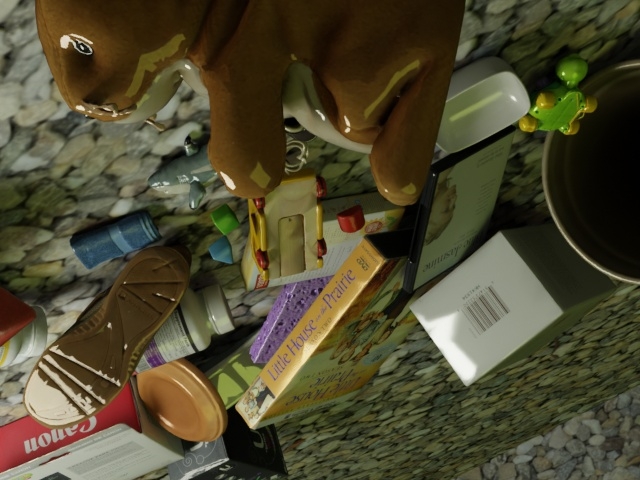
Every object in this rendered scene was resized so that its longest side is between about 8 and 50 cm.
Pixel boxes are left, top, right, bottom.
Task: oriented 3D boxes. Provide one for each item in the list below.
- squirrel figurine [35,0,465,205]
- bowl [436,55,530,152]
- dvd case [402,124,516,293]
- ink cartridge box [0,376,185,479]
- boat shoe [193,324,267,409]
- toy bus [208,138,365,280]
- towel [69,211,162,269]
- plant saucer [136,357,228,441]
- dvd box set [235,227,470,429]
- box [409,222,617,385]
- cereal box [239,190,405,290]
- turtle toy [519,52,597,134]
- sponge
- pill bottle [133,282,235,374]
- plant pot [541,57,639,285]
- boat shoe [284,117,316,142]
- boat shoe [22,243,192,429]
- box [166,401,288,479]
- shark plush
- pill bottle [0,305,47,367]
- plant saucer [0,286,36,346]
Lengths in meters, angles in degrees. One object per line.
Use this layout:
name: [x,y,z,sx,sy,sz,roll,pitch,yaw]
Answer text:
squirrel figurine: [-0.057,-0.240,0.881,0.370,0.281,0.397,13,105,2]
bowl: [0.207,-0.191,1.353,0.142,0.053,0.142,-27,151,13]
dvd case: [0.210,-0.046,1.519,0.180,0.022,0.253,-30,145,-32]
ink cartridge box: [-0.453,0.377,1.851,0.309,0.130,0.272,-23,151,4]
boat shoe: [-0.112,0.202,1.833,0.319,0.099,0.116,-32,117,-2]
toy bus: [-0.054,-0.047,1.378,0.202,0.104,0.191,-47,128,12]
towel: [-0.286,0.000,1.389,0.119,0.029,0.067,-20,152,-1]
plant saucer: [-0.254,0.284,1.760,0.037,0.200,0.200,-44,173,-42]
dvd box set: [0.068,0.144,1.702,0.307,0.062,0.420,-6,140,-51]
box: [0.345,0.100,1.733,0.215,0.168,0.345,-43,162,25]
cereal box: [0.000,0.000,1.564,0.240,0.047,0.173,-9,150,-20]
turtle toy: [0.336,-0.205,1.399,0.095,0.066,0.130,2,145,-21]
sponge: [-0.031,0.129,1.718,0.117,0.031,0.210,8,122,-36]
pill bottle: [-0.240,0.137,1.585,0.193,0.108,0.108,-20,153,-2]
plant pot: [0.542,-0.115,1.490,0.280,0.323,0.323,-14,157,-47]
boat shoe: [-0.037,-0.156,1.252,0.056,0.049,0.152,-26,153,10]
boat shoe: [-0.307,0.137,1.477,0.342,0.123,0.123,-52,-176,12]
box: [-0.203,0.429,2.077,0.143,0.165,0.270,-28,152,15]
shark plush: [-0.152,-0.106,1.267,0.067,0.073,0.161,34,132,-22]
pill bottle: [-0.489,0.130,1.407,0.184,0.103,0.103,2,145,-38]
plant saucer: [-0.537,0.098,1.244,0.259,0.048,0.258,-36,119,27]
